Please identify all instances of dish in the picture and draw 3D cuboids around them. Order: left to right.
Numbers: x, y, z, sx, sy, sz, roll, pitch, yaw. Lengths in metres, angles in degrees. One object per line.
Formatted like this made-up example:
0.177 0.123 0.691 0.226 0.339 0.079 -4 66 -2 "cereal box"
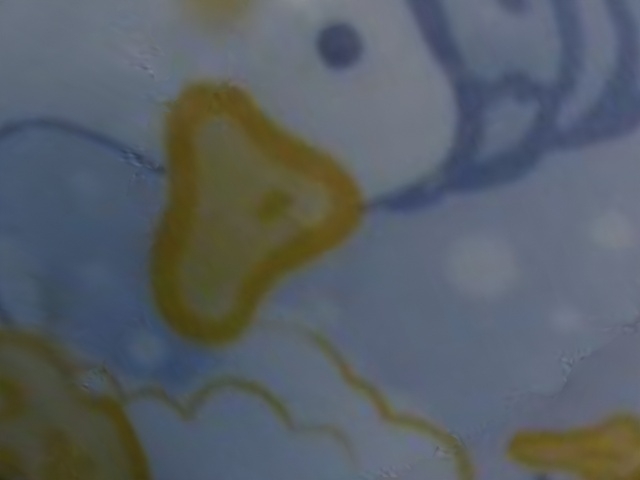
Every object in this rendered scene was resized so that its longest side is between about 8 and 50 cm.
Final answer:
0.000 0.000 0.328 0.134 0.273 0.273 -66 147 -62 "dish"
